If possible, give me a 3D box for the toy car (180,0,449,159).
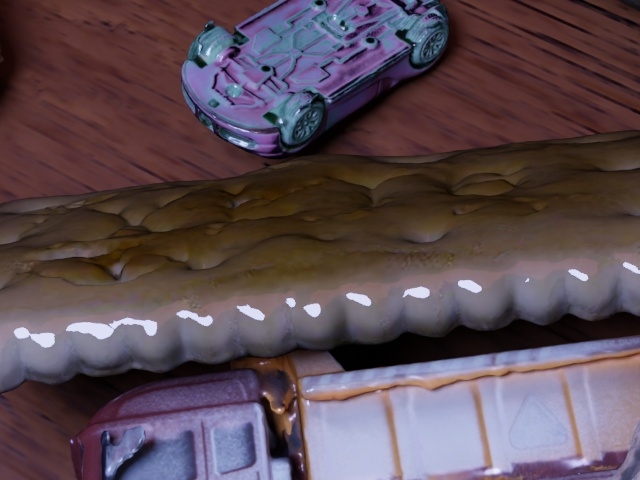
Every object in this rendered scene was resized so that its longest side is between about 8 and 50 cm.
[{"bbox_3d":[-0.002,-0.082,0.898,0.142,0.055,0.069,-34,60,-31],"label":"toy car"}]

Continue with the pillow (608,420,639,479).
[{"bbox_3d":[0.188,0.136,0.674,0.232,0.043,0.126,46,62,-14],"label":"pillow"}]

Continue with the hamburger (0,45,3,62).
[{"bbox_3d":[-0.260,-0.096,0.901,0.213,0.108,0.214,-3,57,5],"label":"hamburger"}]

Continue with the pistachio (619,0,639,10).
[{"bbox_3d":[0.163,-0.181,0.897,0.137,0.153,0.238,-11,30,-13],"label":"pistachio"}]

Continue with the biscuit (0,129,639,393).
[{"bbox_3d":[0.000,0.000,0.778,0.324,0.044,0.217,-6,15,3],"label":"biscuit"}]

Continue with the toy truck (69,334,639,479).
[{"bbox_3d":[0.042,0.101,0.741,0.270,0.114,0.135,-7,53,-1],"label":"toy truck"}]
